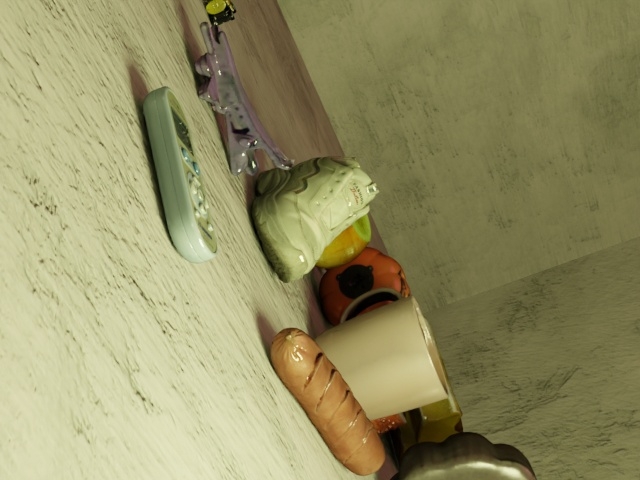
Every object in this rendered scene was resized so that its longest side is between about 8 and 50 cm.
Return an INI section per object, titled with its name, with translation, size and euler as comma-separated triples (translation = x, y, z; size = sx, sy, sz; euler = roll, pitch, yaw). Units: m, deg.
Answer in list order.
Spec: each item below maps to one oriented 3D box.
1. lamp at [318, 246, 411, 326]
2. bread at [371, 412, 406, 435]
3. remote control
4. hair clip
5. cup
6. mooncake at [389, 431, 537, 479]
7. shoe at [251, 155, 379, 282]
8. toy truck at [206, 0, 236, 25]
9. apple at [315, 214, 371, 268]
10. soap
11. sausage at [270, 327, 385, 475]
[lamp]
translation = 0.092, 0.111, 2.226
size = 0.164, 0.188, 0.187
euler = 55, 16, -64
[bread]
translation = 0.129, 0.333, 2.319
size = 0.160, 0.073, 0.160
euler = -19, 90, -83
[remote control]
translation = -0.174, -0.081, 1.330
size = 0.087, 0.047, 0.244
euler = 50, 21, -60
[hair clip]
translation = -0.148, -0.223, 1.798
size = 0.278, 0.090, 0.137
euler = 62, 20, 3
[cup]
translation = 0.097, 0.197, 1.953
size = 0.191, 0.200, 0.252
euler = 62, 12, -46
[mooncake]
translation = 0.275, 0.504, 2.064
size = 0.154, 0.306, 0.306
euler = -89, 157, -74
[shoe]
translation = -0.002, -0.059, 1.878
size = 0.342, 0.211, 0.132
euler = -94, 162, -64
[toy truck]
translation = -0.200, -0.464, 2.167
size = 0.083, 0.049, 0.054
euler = -93, 160, -63
[apple]
translation = 0.022, -0.025, 2.135
size = 0.147, 0.163, 0.146
euler = 81, -10, -56
[soap]
translation = 0.222, 0.357, 2.466
size = 0.259, 0.143, 0.281
euler = 97, -14, -45
[sausage]
translation = 0.013, 0.250, 1.672
size = 0.433, 0.088, 0.088
euler = 62, 10, -48
